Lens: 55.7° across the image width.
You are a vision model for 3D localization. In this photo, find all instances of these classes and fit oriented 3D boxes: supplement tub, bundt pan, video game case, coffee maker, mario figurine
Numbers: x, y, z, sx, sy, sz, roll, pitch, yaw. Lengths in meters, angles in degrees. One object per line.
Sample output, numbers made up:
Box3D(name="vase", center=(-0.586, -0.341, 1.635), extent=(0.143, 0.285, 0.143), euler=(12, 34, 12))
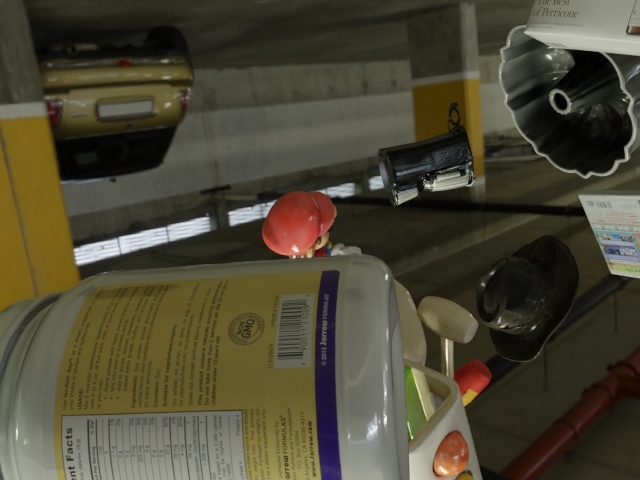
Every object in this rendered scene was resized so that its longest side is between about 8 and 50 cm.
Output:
Box3D(name="supplement tub", center=(-0.096, 0.139, 0.524), extent=(0.331, 0.241, 0.241), euler=(-5, -168, 10))
Box3D(name="bundt pan", center=(0.496, -0.289, 1.144), extent=(0.124, 0.331, 0.331), euler=(-32, -162, -13))
Box3D(name="video game case", center=(0.607, -0.009, 1.148), extent=(0.023, 0.193, 0.212), euler=(-33, -166, -15))
Box3D(name="coffee maker", center=(0.212, -0.174, 1.261), extent=(0.178, 0.171, 0.120), euler=(-14, 170, -5))
Box3D(name="mario figurine", center=(0.000, 0.000, 1.212), extent=(0.198, 0.170, 0.320), euler=(8, 153, 13))

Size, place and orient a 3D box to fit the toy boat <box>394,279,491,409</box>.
Box3D(name="toy boat", center=(0.125, 0.192, 1.001), extent=(0.148, 0.318, 0.267), euler=(-48, -165, 24))

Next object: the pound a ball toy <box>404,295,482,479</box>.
Box3D(name="pound a ball toy", center=(0.161, 0.259, 0.780), extent=(0.208, 0.319, 0.136), euler=(-39, -143, -28))

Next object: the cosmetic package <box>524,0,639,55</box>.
Box3D(name="cosmetic package", center=(0.316, -0.229, 0.574), extent=(0.060, 0.099, 0.239), euler=(9, -166, -35))

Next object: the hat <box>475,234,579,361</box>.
Box3D(name="hat", center=(0.470, 0.126, 1.499), extent=(0.134, 0.331, 0.331), euler=(19, -175, -15))
